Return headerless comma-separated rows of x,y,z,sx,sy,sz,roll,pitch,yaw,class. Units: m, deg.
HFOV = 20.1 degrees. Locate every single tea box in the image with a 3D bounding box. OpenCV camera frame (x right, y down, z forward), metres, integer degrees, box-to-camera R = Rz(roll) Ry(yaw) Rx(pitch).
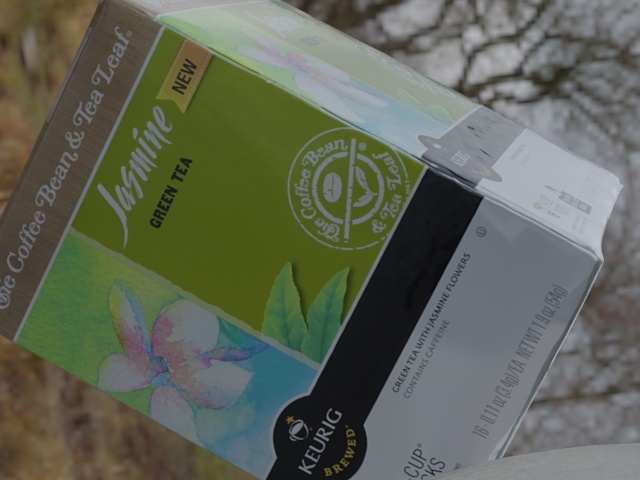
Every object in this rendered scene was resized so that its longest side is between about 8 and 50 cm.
0.000,0.000,1.162,0.220,0.323,0.329,-64,175,13,tea box

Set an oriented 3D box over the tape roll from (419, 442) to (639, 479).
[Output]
0.109,0.211,0.468,0.392,0.392,0.072,-99,-175,-51,tape roll
